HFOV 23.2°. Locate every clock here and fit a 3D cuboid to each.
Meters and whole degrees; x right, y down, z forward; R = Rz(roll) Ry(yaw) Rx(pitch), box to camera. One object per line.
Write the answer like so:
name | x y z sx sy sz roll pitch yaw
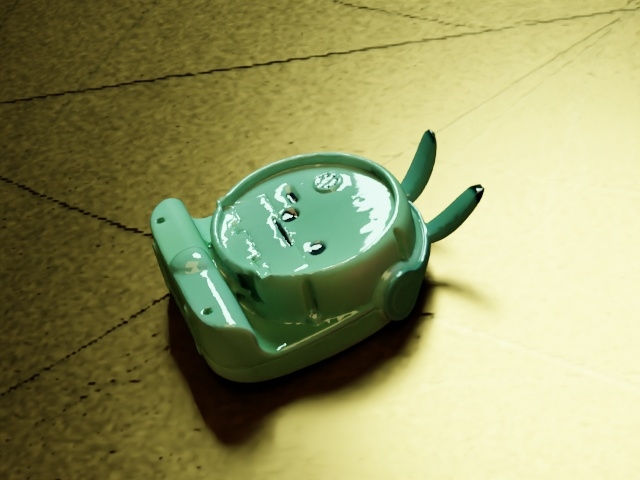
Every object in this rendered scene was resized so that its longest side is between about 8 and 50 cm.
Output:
clock | 0.000 0.000 0.665 0.135 0.041 0.101 -23 40 -11
